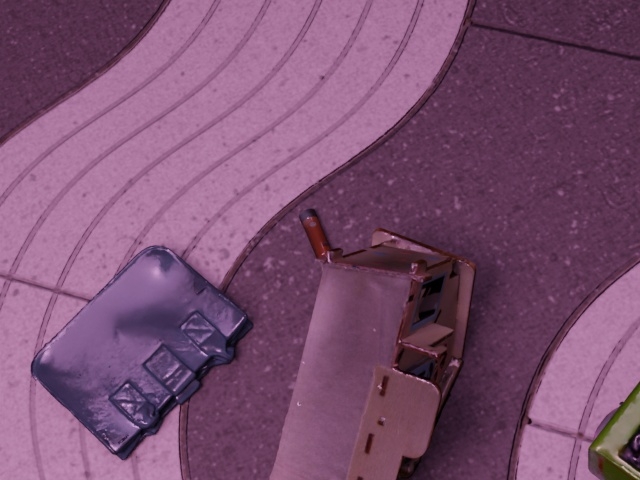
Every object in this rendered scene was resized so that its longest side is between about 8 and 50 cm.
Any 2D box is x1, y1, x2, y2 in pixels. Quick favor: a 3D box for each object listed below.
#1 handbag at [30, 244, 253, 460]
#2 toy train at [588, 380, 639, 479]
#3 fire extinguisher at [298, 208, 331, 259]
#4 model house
[{"bbox_3d":[-0.210,0.134,1.661,0.179,0.062,0.229,39,77,18],"label":"handbag"},{"bbox_3d":[0.419,0.257,1.411,0.307,0.249,0.173,36,78,20],"label":"toy train"},{"bbox_3d":[0.000,0.000,1.708,0.028,0.022,0.083,-9,62,-29],"label":"fire extinguisher"},{"bbox_3d":[0.076,0.153,1.537,0.169,0.244,0.326,18,104,17],"label":"model house"}]
